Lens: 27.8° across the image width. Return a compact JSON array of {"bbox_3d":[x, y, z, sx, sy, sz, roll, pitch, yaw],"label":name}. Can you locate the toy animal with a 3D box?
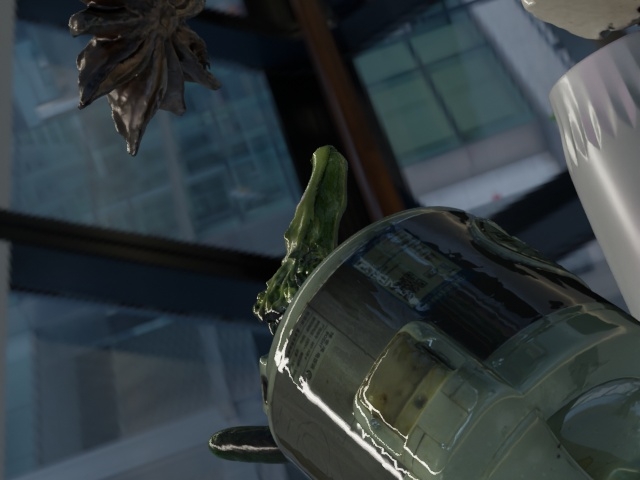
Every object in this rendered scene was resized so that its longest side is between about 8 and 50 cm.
[{"bbox_3d":[0.352,-0.354,1.589,0.208,0.204,0.156,145,144,-68],"label":"toy animal"}]

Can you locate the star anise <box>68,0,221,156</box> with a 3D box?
[{"bbox_3d":[-0.139,-0.172,0.986,0.195,0.065,0.182,-46,-45,-46],"label":"star anise"}]

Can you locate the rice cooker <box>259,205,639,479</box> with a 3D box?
[{"bbox_3d":[0.122,0.134,1.045,0.277,0.288,0.288,37,157,42],"label":"rice cooker"}]

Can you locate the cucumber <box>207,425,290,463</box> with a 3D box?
[{"bbox_3d":[-0.016,0.245,1.606,0.056,0.284,0.056,35,-130,-56],"label":"cucumber"}]

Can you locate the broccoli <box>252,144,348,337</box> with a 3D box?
[{"bbox_3d":[0.002,0.003,1.887,0.165,0.146,0.304,-23,56,50],"label":"broccoli"}]

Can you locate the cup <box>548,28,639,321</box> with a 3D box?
[{"bbox_3d":[0.445,-0.059,1.555,0.253,0.253,0.371,68,180,-76],"label":"cup"}]
